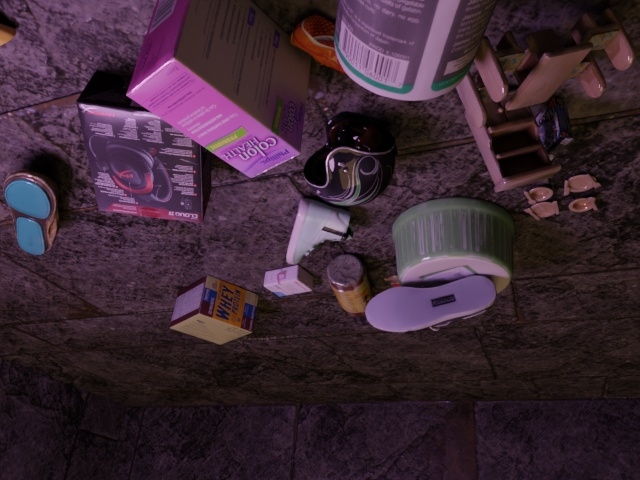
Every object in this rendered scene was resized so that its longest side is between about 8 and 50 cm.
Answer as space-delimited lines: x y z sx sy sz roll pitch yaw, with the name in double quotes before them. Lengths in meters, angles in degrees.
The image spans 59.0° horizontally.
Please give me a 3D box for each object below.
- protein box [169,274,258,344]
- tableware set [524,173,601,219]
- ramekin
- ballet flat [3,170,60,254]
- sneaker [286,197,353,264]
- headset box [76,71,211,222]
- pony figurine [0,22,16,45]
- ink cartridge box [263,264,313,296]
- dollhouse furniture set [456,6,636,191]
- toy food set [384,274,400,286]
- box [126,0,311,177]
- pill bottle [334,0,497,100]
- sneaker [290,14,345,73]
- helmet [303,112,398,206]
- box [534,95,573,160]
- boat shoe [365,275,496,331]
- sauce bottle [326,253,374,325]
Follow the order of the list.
"protein box" -0.348 0.232 1.856 0.200 0.135 0.201 26 145 -32
"tableware set" 0.537 -0.093 1.261 0.169 0.020 0.141 -12 146 28
"ramekin" 0.327 0.037 1.393 0.304 0.148 0.303 4 151 2
"ballet flat" -0.683 -0.090 1.362 0.123 0.123 0.348 14 146 -16
"sneaker" 0.000 0.000 1.425 0.151 0.094 0.256 14 148 -4
"headset box" -0.331 -0.162 1.113 0.218 0.110 0.293 7 136 -3
"pony figurine" -0.689 -0.351 0.794 0.351 0.302 0.363 -31 142 -2
"ink cartridge box" -0.095 0.123 1.709 0.123 0.052 0.088 -12 147 30
"dollhouse furniture set" 0.337 -0.204 0.882 0.212 0.160 0.242 -15 164 -10
"toy food set" 0.259 0.124 1.687 0.122 0.019 0.078 -12 146 27
"box" -0.143 -0.258 0.877 0.117 0.213 0.243 -21 142 37
"pill bottle" 0.131 -0.359 0.665 0.204 0.204 0.361 6 151 -2
"sneaker" 0.032 -0.309 0.932 0.175 0.064 0.067 28 164 -26
"helmet" 0.057 -0.145 1.101 0.170 0.169 0.161 11 134 -10
"box" 0.407 -0.185 1.043 0.027 0.093 0.137 11 150 -10
"boat shoe" 0.265 0.158 1.356 0.307 0.113 0.105 -18 153 8
"sauce bottle" 0.103 0.160 1.690 0.112 0.111 0.344 -2 152 13
